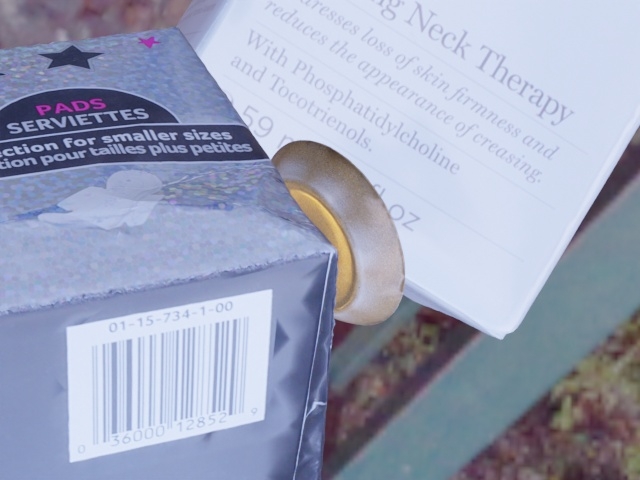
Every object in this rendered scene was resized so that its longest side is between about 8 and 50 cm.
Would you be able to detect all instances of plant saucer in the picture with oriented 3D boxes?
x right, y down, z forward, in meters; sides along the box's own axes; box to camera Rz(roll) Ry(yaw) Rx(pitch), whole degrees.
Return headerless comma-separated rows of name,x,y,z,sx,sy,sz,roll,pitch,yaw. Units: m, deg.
plant saucer,0.000,0.000,0.699,0.083,0.015,0.083,30,135,36

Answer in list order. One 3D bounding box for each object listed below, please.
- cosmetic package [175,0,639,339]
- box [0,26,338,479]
cosmetic package,0.081,-0.181,1.423,0.329,0.327,0.393,31,88,-11
box,-0.138,0.046,0.499,0.247,0.142,0.163,-11,127,-21
